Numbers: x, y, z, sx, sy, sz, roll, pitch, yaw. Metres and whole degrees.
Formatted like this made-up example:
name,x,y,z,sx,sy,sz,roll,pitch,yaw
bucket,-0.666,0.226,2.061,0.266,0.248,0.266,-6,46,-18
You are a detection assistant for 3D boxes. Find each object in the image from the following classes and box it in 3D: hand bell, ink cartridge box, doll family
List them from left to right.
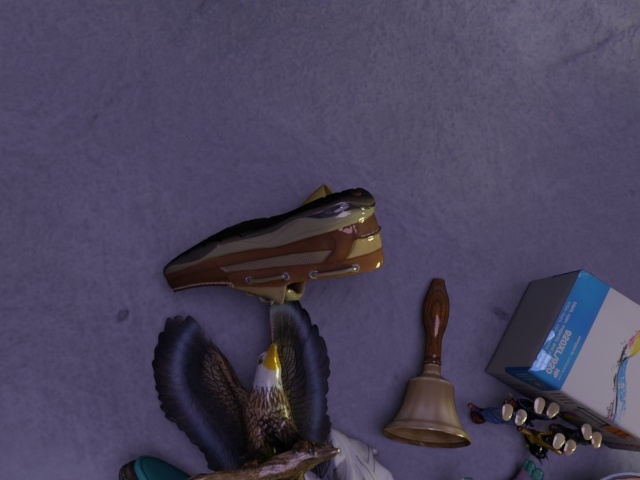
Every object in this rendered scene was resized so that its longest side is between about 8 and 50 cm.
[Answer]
name,x,y,z,sx,sy,sz,roll,pitch,yaw
hand bell,0.163,0.170,1.194,0.126,0.126,0.241,12,65,-8
doll family,0.305,0.269,1.187,0.193,0.111,0.076,35,75,-8
ink cartridge box,0.401,0.179,1.184,0.233,0.171,0.168,31,77,-3

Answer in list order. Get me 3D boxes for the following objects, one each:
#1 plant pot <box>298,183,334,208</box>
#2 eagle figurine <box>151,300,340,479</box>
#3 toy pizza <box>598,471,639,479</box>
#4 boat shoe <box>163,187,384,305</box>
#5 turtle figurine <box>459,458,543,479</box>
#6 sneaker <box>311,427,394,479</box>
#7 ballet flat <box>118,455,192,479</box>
name,x,y,z,sx,sy,sz,roll,pitch,yaw
plant pot,0.000,0.000,1.174,0.095,0.134,0.134,-31,87,10
eagle figurine,-0.081,0.213,1.080,0.226,0.298,0.225,33,101,-29
toy pizza,0.432,0.426,1.136,0.202,0.032,0.201,1,86,-14
boat shoe,-0.064,0.030,1.084,0.324,0.122,0.119,-16,101,29
turtle figurine,0.232,0.411,1.141,0.234,0.118,0.175,-21,83,-25
sneaker,0.061,0.352,1.089,0.115,0.090,0.232,14,37,-18
ballet flat,-0.079,0.469,1.068,0.483,0.164,0.182,29,96,-6
